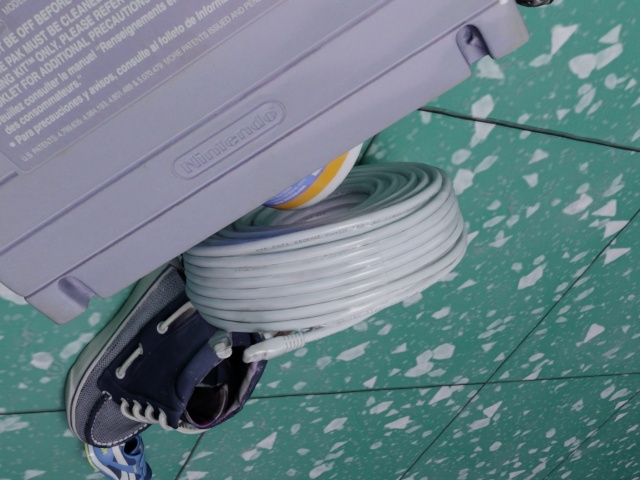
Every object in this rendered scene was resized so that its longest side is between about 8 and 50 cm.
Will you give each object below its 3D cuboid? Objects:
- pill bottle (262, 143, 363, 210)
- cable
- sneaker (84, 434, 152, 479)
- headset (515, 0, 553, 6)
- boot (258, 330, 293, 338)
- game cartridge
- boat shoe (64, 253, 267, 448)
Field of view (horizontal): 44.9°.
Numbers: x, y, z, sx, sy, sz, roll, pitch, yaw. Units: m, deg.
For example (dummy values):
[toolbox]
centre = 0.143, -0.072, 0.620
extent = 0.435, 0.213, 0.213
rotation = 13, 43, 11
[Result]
[pill bottle]
centre = -0.107, -0.121, 0.567
extent = 0.272, 0.152, 0.152
rotation = 15, 126, -39
[cable]
centre = 0.000, 0.000, 0.702
extent = 0.257, 0.257, 0.089
rotation = -19, 106, -12
[sneaker]
centre = -0.254, 0.289, 1.029
extent = 0.059, 0.053, 0.144
rotation = -29, 143, -1
[headset]
centre = 0.027, -0.261, 0.477
extent = 0.394, 0.185, 0.243
rotation = 23, 130, -40
[boot]
centre = -0.091, 0.125, 0.946
extent = 0.118, 0.042, 0.087
rotation = -35, 143, 11
[game cartridge]
centre = -0.088, -0.109, 0.428
extent = 0.355, 0.068, 0.230
rotation = -30, 126, 13
[boat shoe]
centre = -0.178, 0.163, 0.842
extent = 0.127, 0.158, 0.340
rotation = 8, 130, -36
